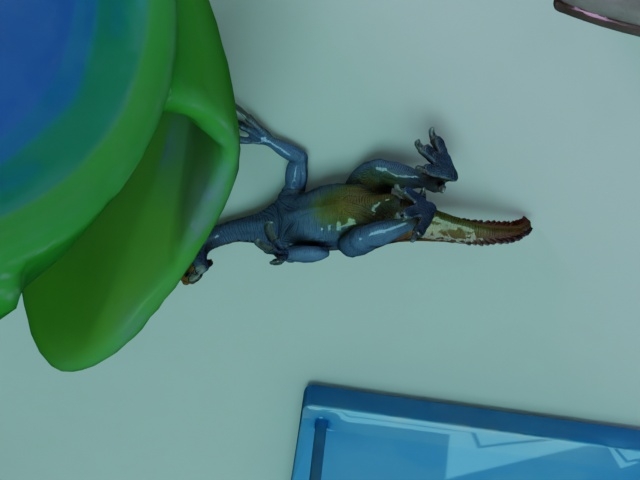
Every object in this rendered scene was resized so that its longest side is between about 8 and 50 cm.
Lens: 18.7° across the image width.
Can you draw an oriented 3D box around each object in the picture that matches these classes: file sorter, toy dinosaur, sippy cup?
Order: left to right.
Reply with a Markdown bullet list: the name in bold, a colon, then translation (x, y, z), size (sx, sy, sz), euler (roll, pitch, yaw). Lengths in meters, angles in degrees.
- **sippy cup**: translation (-0.188, -0.029, 0.454), size (0.305, 0.240, 0.224), euler (40, 128, -9)
- **toy dinosaur**: translation (0.000, 0.000, 0.557), size (0.082, 0.047, 0.090), euler (-24, 130, 39)
- **file sorter**: translation (0.041, 0.150, 0.611), size (0.118, 0.104, 0.170), euler (8, 123, -1)

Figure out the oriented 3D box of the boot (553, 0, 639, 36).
- **boot**: translation (0.124, -0.090, 0.491), size (0.118, 0.042, 0.087), euler (7, 117, -2)
